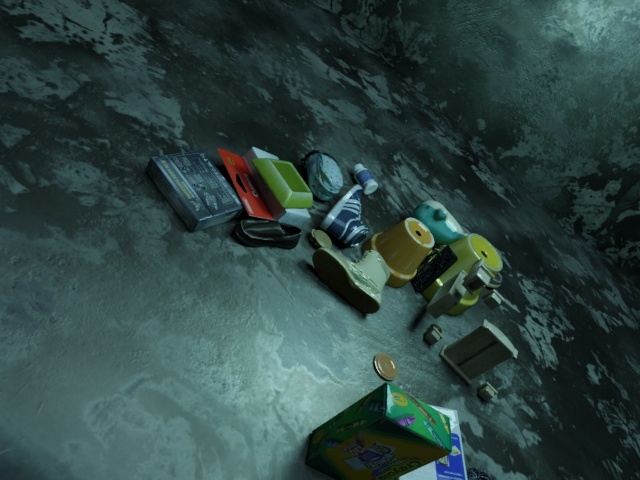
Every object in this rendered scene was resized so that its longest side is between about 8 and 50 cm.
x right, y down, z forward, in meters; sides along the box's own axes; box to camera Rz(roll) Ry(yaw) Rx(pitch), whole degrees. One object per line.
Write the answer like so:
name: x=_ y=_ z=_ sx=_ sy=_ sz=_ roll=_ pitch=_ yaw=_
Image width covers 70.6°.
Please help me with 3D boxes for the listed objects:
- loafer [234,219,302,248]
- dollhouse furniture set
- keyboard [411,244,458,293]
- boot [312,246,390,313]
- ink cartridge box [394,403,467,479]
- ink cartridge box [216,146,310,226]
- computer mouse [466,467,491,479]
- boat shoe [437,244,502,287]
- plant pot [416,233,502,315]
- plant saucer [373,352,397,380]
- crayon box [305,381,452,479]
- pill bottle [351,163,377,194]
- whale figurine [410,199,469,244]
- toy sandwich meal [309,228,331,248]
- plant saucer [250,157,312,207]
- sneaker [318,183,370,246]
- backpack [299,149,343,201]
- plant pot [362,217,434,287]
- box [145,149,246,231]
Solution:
loafer: x=-0.148 y=-0.031 z=1.321 sx=0.220 sy=0.078 sz=0.080 roll=5 pitch=51 yaw=-39
dollhouse furniture set: x=0.530 y=0.277 z=1.443 sx=0.355 sy=0.303 sz=0.174 roll=47 pitch=36 yaw=5
keyboard: x=0.385 y=0.092 z=1.588 sx=0.038 sy=0.192 sz=0.100 roll=23 pitch=29 yaw=-39
boot: x=0.105 y=0.082 z=1.423 sx=0.262 sy=0.095 sz=0.203 roll=41 pitch=37 yaw=-5
ink cartridge box: x=0.258 y=0.568 z=1.067 sx=0.176 sy=0.069 sz=0.370 roll=14 pitch=40 yaw=-7
ink cartridge box: x=-0.175 y=-0.180 z=1.417 sx=0.239 sy=0.060 sz=0.275 roll=12 pitch=44 yaw=-56
computer mouse: x=0.382 y=0.697 z=1.095 sx=0.189 sy=0.072 sz=0.272 roll=20 pitch=30 yaw=-24
boat shoe: x=0.654 y=0.066 z=1.910 sx=0.342 sy=0.123 sz=0.123 roll=40 pitch=37 yaw=-3
plant pot: x=0.514 y=0.108 z=1.648 sx=0.254 sy=0.239 sz=0.253 roll=24 pitch=42 yaw=-23
plant saucer: x=0.188 y=0.359 z=1.292 sx=0.084 sy=0.013 sz=0.083 roll=25 pitch=40 yaw=-23
crayon box: x=0.115 y=0.419 z=0.945 sx=0.165 sy=0.278 sz=0.081 roll=32 pitch=37 yaw=-13
pill bottle: x=0.177 y=-0.252 z=1.842 sx=0.067 sy=0.067 sz=0.120 roll=-5 pitch=57 yaw=-44
whale figurine: x=0.468 y=-0.037 z=1.790 sx=0.141 sy=0.216 sz=0.272 roll=-36 pitch=56 yaw=-13
toy sandwich meal: x=0.000 y=0.000 z=1.468 sx=0.086 sy=0.029 sz=0.085 roll=36 pitch=29 yaw=-24
plant saucer: x=-0.106 y=-0.188 z=1.421 sx=0.188 sy=0.045 sz=0.188 roll=56 pitch=24 yaw=12
sneaker: x=0.117 y=-0.083 z=1.591 sx=0.153 sy=0.099 sz=0.282 roll=38 pitch=44 yaw=2
backpack: x=0.010 y=-0.234 z=1.635 sx=0.152 sy=0.115 sz=0.181 roll=22 pitch=44 yaw=-29
plant pot: x=0.282 y=0.028 z=1.558 sx=0.205 sy=0.188 sz=0.205 roll=24 pitch=41 yaw=-23
box: x=-0.347 y=-0.145 z=1.273 sx=0.231 sy=0.056 sz=0.183 roll=51 pitch=38 yaw=10
